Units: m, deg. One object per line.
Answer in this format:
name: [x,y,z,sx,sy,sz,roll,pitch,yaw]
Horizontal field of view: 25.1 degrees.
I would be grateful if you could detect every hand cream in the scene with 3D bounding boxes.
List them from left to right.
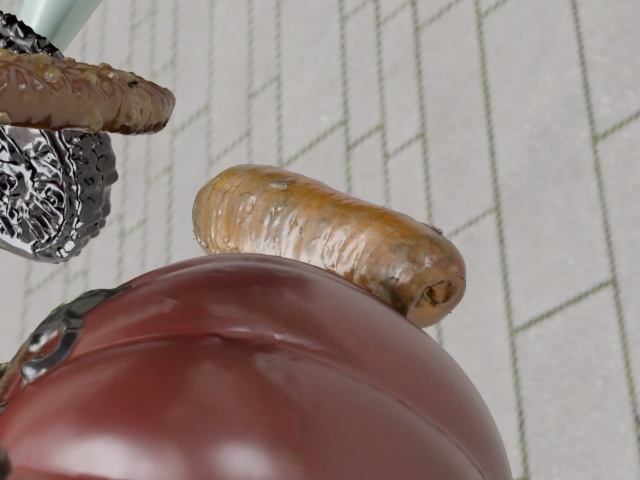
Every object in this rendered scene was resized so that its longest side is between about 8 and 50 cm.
hand cream: [-0.224,-0.154,1.108,0.320,0.067,0.109,-45,31,46]

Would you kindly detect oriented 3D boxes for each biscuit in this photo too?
biscuit: [-0.142,-0.056,0.453,0.126,0.206,0.025,-150,67,-73]
biscuit: [-0.219,-0.071,1.008,0.194,0.194,0.053,-22,12,48]

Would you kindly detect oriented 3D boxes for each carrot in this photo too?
carrot: [0.000,0.000,0.692,0.186,0.060,0.060,17,85,51]

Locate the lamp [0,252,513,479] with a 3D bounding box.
lamp: [-0.056,0.149,0.560,0.303,0.257,0.303,-58,11,19]
